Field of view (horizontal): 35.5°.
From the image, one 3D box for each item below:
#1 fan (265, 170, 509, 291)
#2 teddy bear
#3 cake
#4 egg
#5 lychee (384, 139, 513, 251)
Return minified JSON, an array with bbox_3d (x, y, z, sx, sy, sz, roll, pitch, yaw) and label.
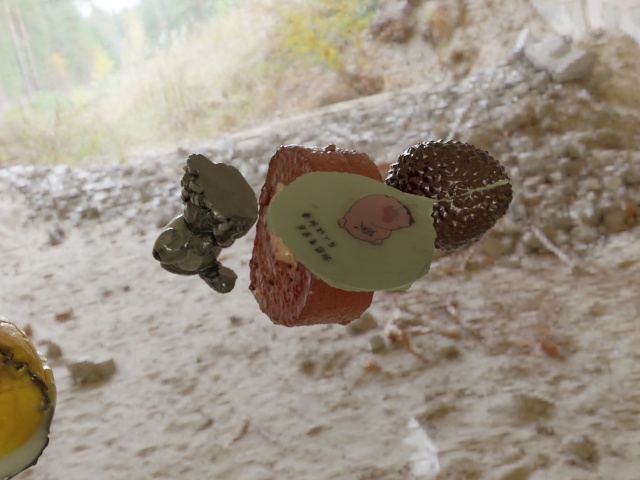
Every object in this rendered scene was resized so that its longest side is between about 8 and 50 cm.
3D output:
[{"bbox_3d":[0.091,-0.032,1.050,0.310,0.010,0.182,-19,53,-34],"label":"fan"},{"bbox_3d":[-0.200,-0.001,1.696,0.171,0.251,0.144,42,33,20],"label":"teddy bear"},{"bbox_3d":[0.000,0.000,1.479,0.151,0.282,0.177,2,19,-39],"label":"cake"},{"bbox_3d":[-0.558,0.205,1.462,0.337,0.337,0.201,-15,35,-9],"label":"egg"},{"bbox_3d":[0.194,-0.080,1.576,0.188,0.188,0.188,-12,11,2],"label":"lychee"}]
